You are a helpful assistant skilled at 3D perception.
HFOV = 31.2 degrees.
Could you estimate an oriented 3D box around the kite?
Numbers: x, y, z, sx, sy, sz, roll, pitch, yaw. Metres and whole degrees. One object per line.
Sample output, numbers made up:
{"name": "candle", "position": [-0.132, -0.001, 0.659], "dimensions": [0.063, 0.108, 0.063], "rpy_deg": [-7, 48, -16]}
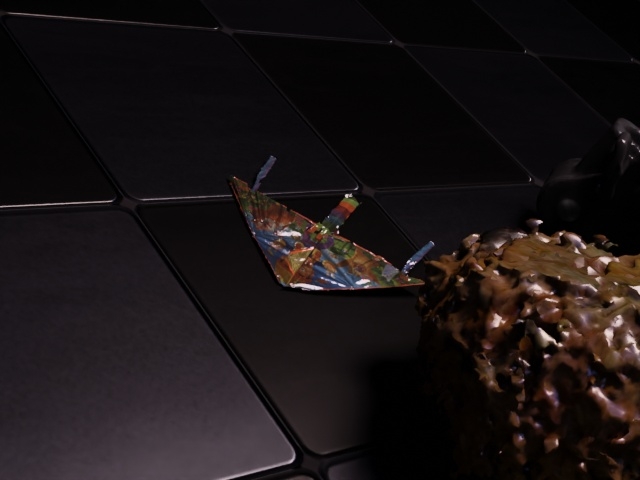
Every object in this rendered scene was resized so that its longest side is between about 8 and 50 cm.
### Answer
{"name": "kite", "position": [0.000, 0.000, 0.905], "dimensions": [0.182, 0.010, 0.160], "rpy_deg": [29, 35, 6]}

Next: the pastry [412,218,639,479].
{"name": "pastry", "position": [0.189, 0.084, 0.759], "dimensions": [0.274, 0.193, 0.275], "rpy_deg": [19, 33, -13]}

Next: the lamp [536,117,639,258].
{"name": "lamp", "position": [0.406, -0.023, 1.011], "dimensions": [0.374, 0.272, 0.205], "rpy_deg": [33, 33, 5]}
